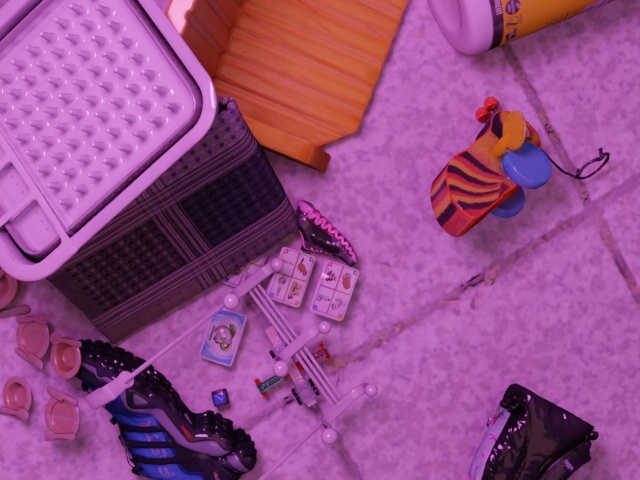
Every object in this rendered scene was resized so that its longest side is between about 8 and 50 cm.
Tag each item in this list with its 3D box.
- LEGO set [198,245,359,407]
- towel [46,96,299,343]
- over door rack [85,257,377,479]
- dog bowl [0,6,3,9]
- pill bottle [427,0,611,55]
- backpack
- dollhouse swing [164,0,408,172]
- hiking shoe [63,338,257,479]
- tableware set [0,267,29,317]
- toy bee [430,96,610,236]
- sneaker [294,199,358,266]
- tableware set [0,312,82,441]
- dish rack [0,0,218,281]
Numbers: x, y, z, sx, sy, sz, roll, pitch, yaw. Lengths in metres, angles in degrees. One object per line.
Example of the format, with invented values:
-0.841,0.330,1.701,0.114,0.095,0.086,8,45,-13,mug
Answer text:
-0.068,0.130,1.809,0.182,0.060,0.244,18,89,-1,LEGO set
-0.206,-0.020,1.655,0.324,0.312,0.056,-32,58,-2,towel
-0.100,0.200,1.678,0.324,0.108,0.239,-37,93,-27,over door rack
-0.370,-0.158,1.639,0.265,0.104,0.265,6,74,-22,dog bowl
0.316,-0.394,1.751,0.334,0.188,0.188,-23,99,-8,pill bottle
0.292,0.313,1.847,0.152,0.115,0.182,28,90,0,backpack
-0.032,-0.293,1.637,0.315,0.305,0.347,21,90,-12,dollhouse swing
-0.238,0.257,1.744,0.304,0.113,0.132,36,99,-4,hiking shoe
-0.490,0.071,1.694,0.194,0.039,0.128,-13,118,-8,tableware set
0.244,-0.113,1.796,0.195,0.298,0.162,-45,71,30,toy bee
0.000,0.000,1.803,0.119,0.047,0.057,44,93,-4,sneaker
-0.369,0.183,1.717,0.020,0.141,0.169,-2,103,-55,tableware set
-0.284,-0.146,1.467,0.333,0.072,0.285,-40,75,16,dish rack
